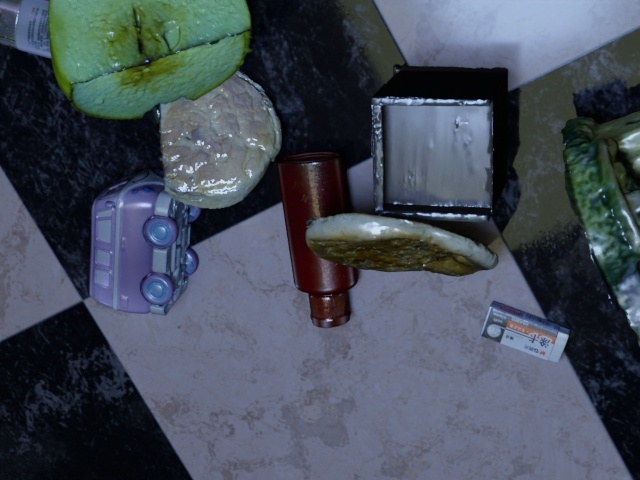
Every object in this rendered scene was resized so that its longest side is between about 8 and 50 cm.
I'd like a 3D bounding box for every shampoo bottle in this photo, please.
[{"bbox_3d":[0.000,0.000,1.880,0.102,0.064,0.260,-2,110,15],"label":"shampoo bottle"},{"bbox_3d":[-0.370,-0.306,1.874,0.228,0.056,0.086,15,106,10],"label":"shampoo bottle"}]

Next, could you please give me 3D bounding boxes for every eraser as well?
[{"bbox_3d":[0.301,0.135,1.864,0.122,0.029,0.052,21,114,8],"label":"eraser"}]

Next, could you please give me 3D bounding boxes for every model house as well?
[{"bbox_3d":[0.488,-0.034,1.628,0.266,0.261,0.321,-21,107,19],"label":"model house"}]

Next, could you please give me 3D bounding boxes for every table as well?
[{"bbox_3d":[0.157,-0.134,1.714,0.173,0.193,0.169,3,110,14],"label":"table"}]

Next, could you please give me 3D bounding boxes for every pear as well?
[{"bbox_3d":[-0.257,-0.319,1.753,0.293,0.159,0.292,2,78,-7],"label":"pear"}]

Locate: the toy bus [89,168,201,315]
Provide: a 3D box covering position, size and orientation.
[{"bbox_3d":[-0.268,-0.002,1.911,0.142,0.142,0.202,11,113,11],"label":"toy bus"}]

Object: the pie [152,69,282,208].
[{"bbox_3d":[-0.149,-0.154,1.829,0.185,0.052,0.218,-4,77,1],"label":"pie"}]

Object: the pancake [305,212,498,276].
[{"bbox_3d":[0.113,0.010,1.748,0.283,0.282,0.049,4,78,14],"label":"pancake"}]
